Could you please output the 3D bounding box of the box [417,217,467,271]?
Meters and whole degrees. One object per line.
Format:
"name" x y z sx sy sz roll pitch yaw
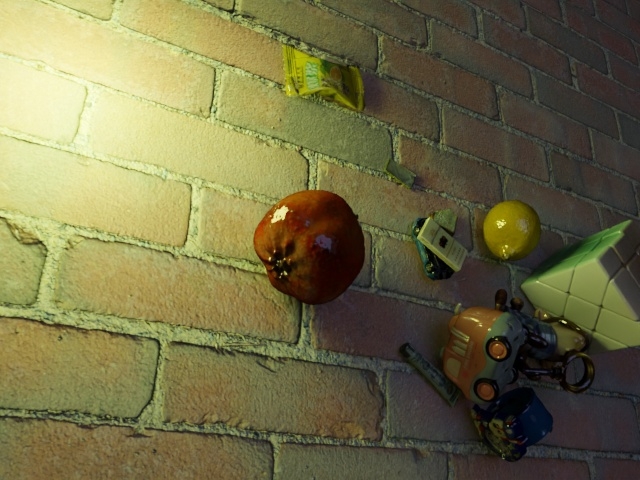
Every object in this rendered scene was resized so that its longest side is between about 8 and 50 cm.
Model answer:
"box" 0.381 0.013 1.618 0.167 0.024 0.090 40 52 -7

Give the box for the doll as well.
"doll" 0.679 0.315 1.628 0.339 0.209 0.318 10 69 -28

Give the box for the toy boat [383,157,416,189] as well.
"toy boat" 0.265 -0.222 1.730 0.115 0.016 0.063 32 59 -14

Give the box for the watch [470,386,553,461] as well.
"watch" 0.563 0.516 1.497 0.200 0.196 0.171 -34 98 -27

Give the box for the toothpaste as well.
"toothpaste" 0.322 0.387 1.504 0.239 0.039 0.062 44 60 -9

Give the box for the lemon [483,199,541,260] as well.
"lemon" 0.650 -0.034 1.769 0.186 0.187 0.244 25 62 -18

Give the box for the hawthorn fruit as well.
"hawthorn fruit" 0.000 0.000 1.350 0.330 0.287 0.287 -34 89 -42

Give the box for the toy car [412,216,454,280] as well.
"toy car" 0.349 0.027 1.649 0.103 0.063 0.216 -5 67 -32

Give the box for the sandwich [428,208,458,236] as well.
"sandwich" 0.407 -0.070 1.735 0.104 0.035 0.093 22 62 -18

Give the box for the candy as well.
"candy" 0.017 -0.523 1.674 0.297 0.081 0.187 2 71 -28

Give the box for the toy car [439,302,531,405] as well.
"toy car" 0.453 0.317 1.489 0.180 0.212 0.271 -9 114 -50

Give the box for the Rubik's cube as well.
"Rubik's cube" 0.954 0.171 1.772 0.316 0.322 0.319 -30 86 -36
